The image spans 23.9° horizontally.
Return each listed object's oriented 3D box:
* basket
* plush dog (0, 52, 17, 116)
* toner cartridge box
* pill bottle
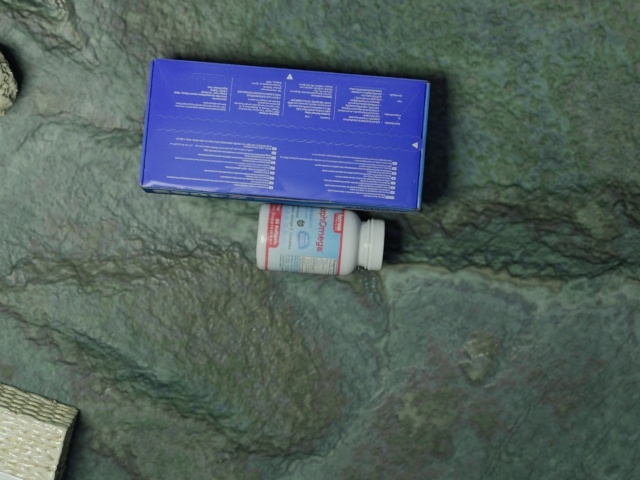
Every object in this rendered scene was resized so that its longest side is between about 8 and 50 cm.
[{"bbox_3d":[-0.411,0.257,1.991,0.167,0.113,0.103,18,101,-3],"label":"basket"},{"bbox_3d":[-0.541,-0.160,1.877,0.262,0.210,0.225,30,128,-3],"label":"plush dog"},{"bbox_3d":[-0.044,-0.128,1.892,0.348,0.075,0.165,5,86,0],"label":"toner cartridge box"},{"bbox_3d":[0.000,0.000,1.935,0.160,0.087,0.087,4,103,0],"label":"pill bottle"}]
